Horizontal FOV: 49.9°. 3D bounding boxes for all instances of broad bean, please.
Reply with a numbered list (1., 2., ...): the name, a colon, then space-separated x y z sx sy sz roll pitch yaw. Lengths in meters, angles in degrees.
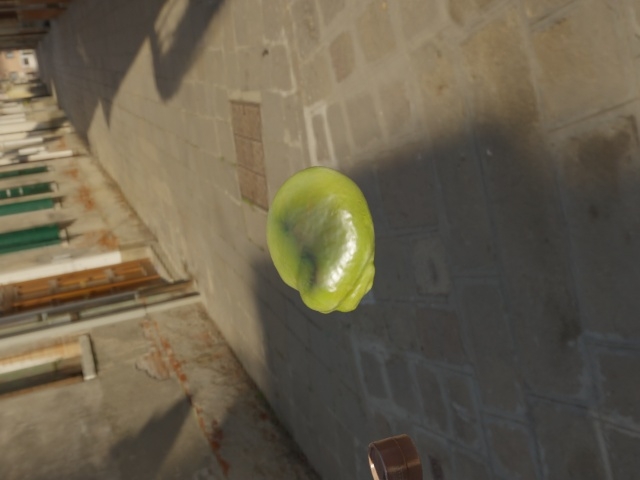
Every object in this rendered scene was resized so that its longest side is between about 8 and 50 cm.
1. broad bean: 0.000 0.000 1.344 0.238 0.119 0.291 -13 86 34

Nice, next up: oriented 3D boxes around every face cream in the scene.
1. face cream: 0.206 0.622 1.910 0.149 0.104 0.149 169 90 -75
